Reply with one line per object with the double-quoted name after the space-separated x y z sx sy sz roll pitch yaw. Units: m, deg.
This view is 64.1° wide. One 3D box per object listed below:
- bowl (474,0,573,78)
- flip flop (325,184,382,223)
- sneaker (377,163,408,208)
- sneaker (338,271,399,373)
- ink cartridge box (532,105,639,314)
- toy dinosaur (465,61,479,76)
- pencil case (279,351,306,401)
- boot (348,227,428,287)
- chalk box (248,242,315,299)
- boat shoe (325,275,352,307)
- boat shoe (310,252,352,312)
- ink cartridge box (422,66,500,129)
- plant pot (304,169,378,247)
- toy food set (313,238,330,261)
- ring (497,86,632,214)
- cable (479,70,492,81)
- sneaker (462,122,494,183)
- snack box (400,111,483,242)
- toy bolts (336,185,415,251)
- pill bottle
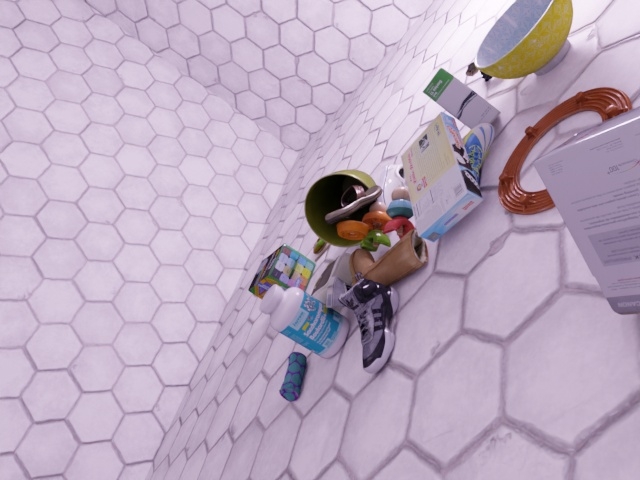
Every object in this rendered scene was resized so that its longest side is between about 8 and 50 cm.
0.582 -0.546 1.397 0.289 0.156 0.290 -51 17 22 "bowl"
0.102 -0.130 1.613 0.277 0.080 0.112 -31 -1 -44 "flip flop"
0.256 -0.175 1.774 0.091 0.094 0.258 -15 50 29 "sneaker"
0.114 0.205 1.333 0.101 0.153 0.269 -42 22 43 "sneaker"
0.493 -0.056 0.671 0.130 0.272 0.309 -30 3 -27 "ink cartridge box"
0.573 -0.585 1.569 0.268 0.118 0.064 -47 19 30 "toy dinosaur"
-0.089 0.437 1.649 0.070 0.065 0.152 -17 34 27 "pencil case"
0.200 0.053 1.513 0.269 0.089 0.236 -46 32 37 "boot"
-0.150 0.149 2.194 0.289 0.179 0.180 -35 26 51 "chalk box"
0.062 0.166 1.590 0.227 0.081 0.080 -56 -28 -81 "boat shoe"
0.027 0.178 1.743 0.305 0.109 0.091 -58 14 -28 "boat shoe"
0.408 -0.399 1.477 0.087 0.208 0.153 -53 -6 20 "ink cartridge box"
0.114 -0.154 1.919 0.275 0.274 0.293 -48 1 28 "plant pot"
0.000 0.000 2.285 0.132 0.038 0.192 -49 17 25 "toy food set"
0.523 -0.205 1.140 0.337 0.032 0.337 -51 16 22 "ring"
0.593 -0.606 1.704 0.151 0.047 0.185 -53 18 33 "cable"
0.412 -0.198 1.387 0.240 0.091 0.126 -59 26 18 "sneaker"
0.316 -0.176 1.382 0.187 0.060 0.322 -47 34 40 "snack box"
0.180 -0.082 1.579 0.228 0.218 0.159 -18 59 49 "toy bolts"
-0.053 0.239 1.560 0.146 0.264 0.146 -51 17 22 "pill bottle"
